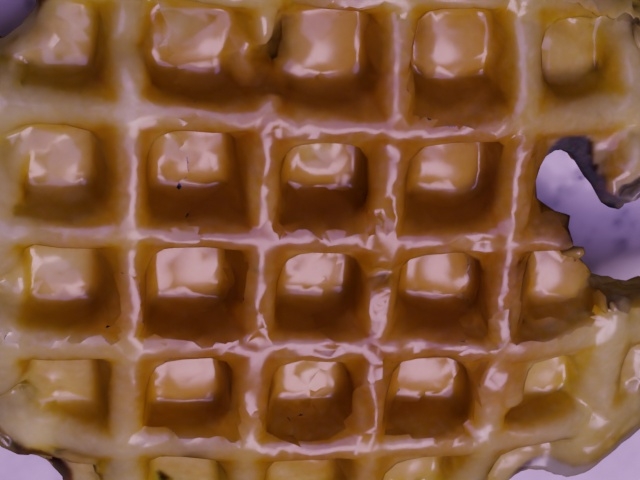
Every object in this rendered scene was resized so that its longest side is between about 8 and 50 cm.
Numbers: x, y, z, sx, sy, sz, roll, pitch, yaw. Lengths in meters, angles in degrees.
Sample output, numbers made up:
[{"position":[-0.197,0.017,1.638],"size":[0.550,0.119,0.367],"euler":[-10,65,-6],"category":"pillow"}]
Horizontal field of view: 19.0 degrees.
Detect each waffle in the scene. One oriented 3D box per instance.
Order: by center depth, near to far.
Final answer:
[{"position":[0.001,0.001,0.592],"size":[0.250,0.056,0.261],"euler":[-42,120,12],"category":"waffle"}]
